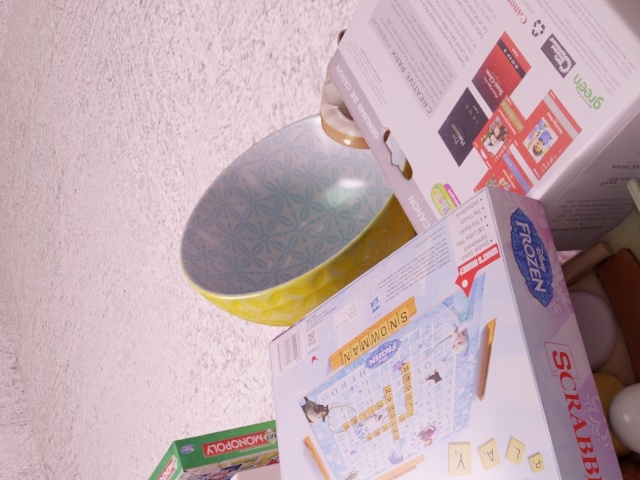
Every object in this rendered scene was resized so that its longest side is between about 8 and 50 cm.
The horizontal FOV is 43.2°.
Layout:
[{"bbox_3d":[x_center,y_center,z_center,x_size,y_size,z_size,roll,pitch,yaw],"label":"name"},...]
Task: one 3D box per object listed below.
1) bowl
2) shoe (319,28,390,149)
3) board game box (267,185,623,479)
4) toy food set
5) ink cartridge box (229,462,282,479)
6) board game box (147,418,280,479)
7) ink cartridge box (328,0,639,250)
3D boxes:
[{"bbox_3d":[0.000,0.000,0.933,0.289,0.289,0.156,29,160,52],"label":"bowl"},{"bbox_3d":[0.036,-0.171,0.896,0.219,0.076,0.058,-95,5,-54],"label":"shoe"},{"bbox_3d":[0.077,0.173,0.631,0.318,0.065,0.318,-39,49,45],"label":"board game box"},{"bbox_3d":[0.167,0.125,0.631,0.306,0.092,0.220,-41,48,34],"label":"toy food set"},{"bbox_3d":[-0.054,0.413,1.070,0.233,0.171,0.168,-57,48,43],"label":"ink cartridge box"},{"bbox_3d":[-0.157,0.358,1.185,0.317,0.213,0.046,-56,48,44],"label":"board game box"},{"bbox_3d":[0.163,-0.150,0.719,0.272,0.130,0.309,-56,48,43],"label":"ink cartridge box"}]
